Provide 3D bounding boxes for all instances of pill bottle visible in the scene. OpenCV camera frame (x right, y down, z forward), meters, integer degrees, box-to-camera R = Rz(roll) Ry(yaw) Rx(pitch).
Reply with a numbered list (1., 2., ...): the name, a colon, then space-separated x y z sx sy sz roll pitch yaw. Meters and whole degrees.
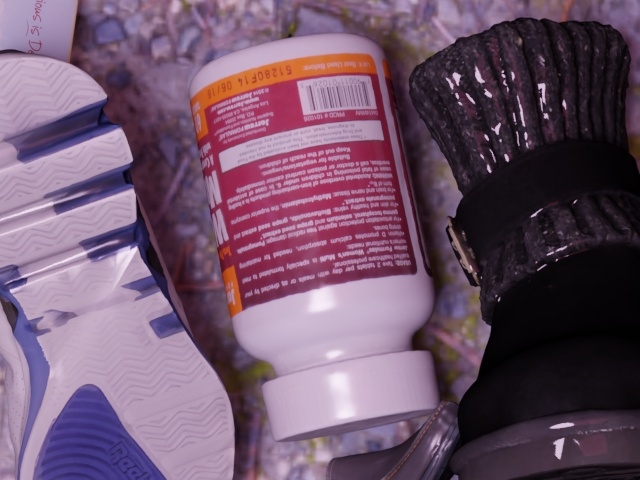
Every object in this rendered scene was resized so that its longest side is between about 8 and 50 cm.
1. pill bottle: 0.000 0.000 1.096 0.121 0.121 0.221 -10 81 -8

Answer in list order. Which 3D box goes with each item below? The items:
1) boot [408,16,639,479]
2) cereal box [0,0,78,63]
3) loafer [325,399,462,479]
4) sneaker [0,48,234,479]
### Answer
1. boot: 0.122 0.003 1.010 0.131 0.348 0.260 -12 86 11
2. cereal box: -0.259 -0.176 1.108 0.240 0.047 0.173 10 82 -20
3. loafer: 0.027 0.146 1.066 0.061 0.062 0.170 40 120 10
4. sneaker: -0.140 0.023 1.079 0.127 0.182 0.315 -15 111 -7
